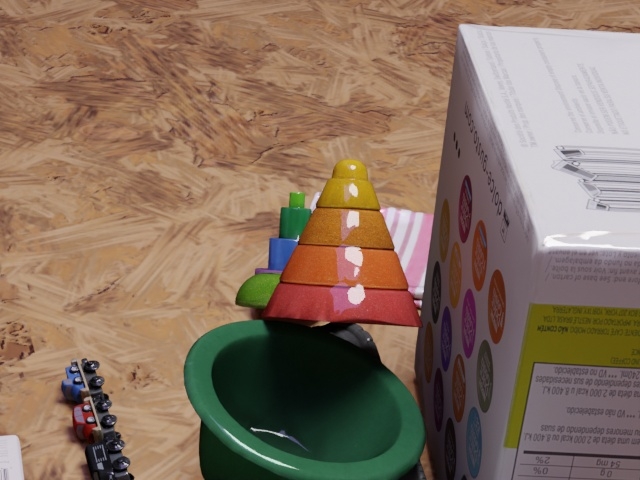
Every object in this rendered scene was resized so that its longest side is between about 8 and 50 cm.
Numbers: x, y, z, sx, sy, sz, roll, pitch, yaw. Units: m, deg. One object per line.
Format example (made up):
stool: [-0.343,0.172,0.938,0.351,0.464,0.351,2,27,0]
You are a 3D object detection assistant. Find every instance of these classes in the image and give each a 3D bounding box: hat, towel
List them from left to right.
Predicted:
hat: [-0.050,0.179,1.324,0.208,0.184,0.173,9,34,-21]
towel: [0.075,0.011,1.705,0.197,0.029,0.144,9,33,8]

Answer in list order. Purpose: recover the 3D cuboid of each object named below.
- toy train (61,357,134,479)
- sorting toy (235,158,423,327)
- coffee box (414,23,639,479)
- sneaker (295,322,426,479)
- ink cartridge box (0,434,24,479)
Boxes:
toy train: [-0.183,0.147,1.465,0.036,0.027,0.158,-15,36,-9]
sorting toy: [0.000,0.000,1.475,0.127,0.126,0.365,3,0,-9]
coffee box: [0.269,0.064,1.355,0.338,0.334,0.338,2,31,-6]
sneaker: [0.001,0.159,1.401,0.130,0.109,0.286,-12,30,-6]
ink cartridge box: [-0.263,0.227,1.290,0.115,0.067,0.198,-4,31,-11]
